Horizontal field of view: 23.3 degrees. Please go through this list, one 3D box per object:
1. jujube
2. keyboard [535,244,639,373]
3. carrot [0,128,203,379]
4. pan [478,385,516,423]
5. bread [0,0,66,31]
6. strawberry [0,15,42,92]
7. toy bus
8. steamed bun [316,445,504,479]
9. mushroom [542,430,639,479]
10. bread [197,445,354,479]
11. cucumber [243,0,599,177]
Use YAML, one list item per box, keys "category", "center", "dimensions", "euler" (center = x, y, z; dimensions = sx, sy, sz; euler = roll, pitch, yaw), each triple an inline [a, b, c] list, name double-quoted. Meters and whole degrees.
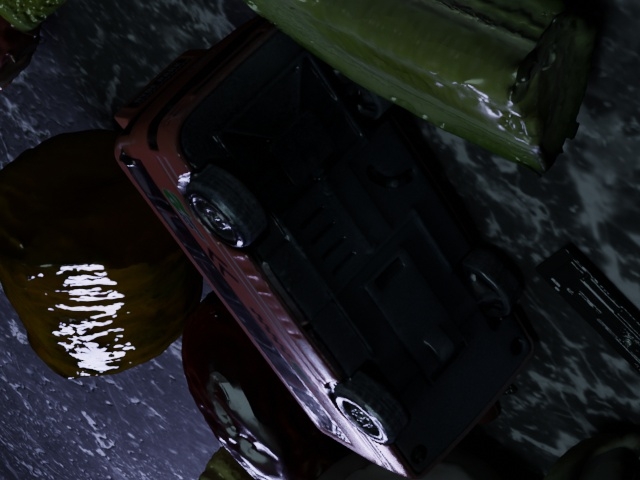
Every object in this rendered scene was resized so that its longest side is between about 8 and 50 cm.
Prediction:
- category: "jujube"
  center: [-0.063, 0.164, 1.777]
  dimensions: [0.183, 0.183, 0.243]
  euler: [-4, 111, 58]
- category: "keyboard"
  center: [0.273, 0.086, 1.352]
  dimensions: [0.204, 0.013, 0.061]
  euler: [45, 154, 1]
- category: "carrot"
  center: [-0.251, 0.003, 1.744]
  dimensions: [0.241, 0.241, 0.340]
  euler: [37, 156, 17]
- category: "pan"
  center: [0.166, 0.166, 1.618]
  dimensions: [0.068, 0.023, 0.115]
  euler: [50, 154, -8]
- category: "bread"
  center: [-0.290, -0.283, 1.526]
  dimensions: [0.114, 0.129, 0.111]
  euler: [49, -168, -19]
- category: "strawberry"
  center: [-0.457, -0.301, 1.712]
  dimensions: [0.336, 0.149, 0.265]
  euler: [48, 156, -4]
- category: "toy bus"
  center: [0.000, 0.000, 1.421]
  dimensions: [0.233, 0.203, 0.427]
  euler: [11, 141, 57]
- category: "steamed bun"
  center: [0.097, 0.379, 1.741]
  dimensions: [0.309, 0.309, 0.309]
  euler: [35, 153, 21]
- category: "mushroom"
  center: [0.292, 0.333, 1.484]
  dimensions: [0.267, 0.189, 0.164]
  euler: [46, 151, -1]
- category: "bread"
  center: [-0.009, 0.303, 1.930]
  dimensions: [0.204, 0.162, 0.262]
  euler: [29, -168, 27]
- category: "cucumber"
  center: [0.064, -0.173, 1.185]
  dimensions: [0.325, 0.105, 0.145]
  euler: [28, 166, 33]
